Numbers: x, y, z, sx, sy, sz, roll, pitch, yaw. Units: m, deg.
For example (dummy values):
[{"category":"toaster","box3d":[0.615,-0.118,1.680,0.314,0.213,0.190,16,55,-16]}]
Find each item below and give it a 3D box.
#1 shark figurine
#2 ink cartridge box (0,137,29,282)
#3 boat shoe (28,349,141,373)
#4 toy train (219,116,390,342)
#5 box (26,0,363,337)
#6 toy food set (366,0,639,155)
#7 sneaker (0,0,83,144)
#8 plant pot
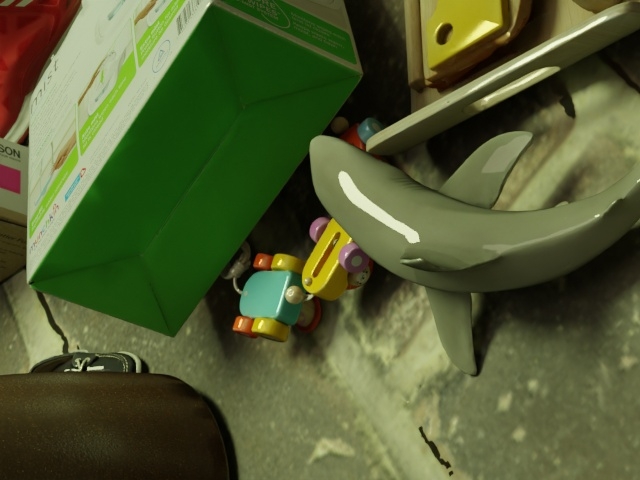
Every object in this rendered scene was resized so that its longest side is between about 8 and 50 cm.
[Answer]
[{"category":"shark figurine","box3d":[0.103,-0.012,0.932,0.278,0.116,0.166,-16,84,36]},{"category":"ink cartridge box","box3d":[-0.372,-0.031,1.450,0.193,0.234,0.088,-30,52,39]},{"category":"boat shoe","box3d":[-0.188,0.108,1.317,0.125,0.038,0.046,-6,68,50]},{"category":"toy train","box3d":[0.000,0.000,1.130,0.166,0.046,0.125,-44,38,30]},{"category":"box","box3d":[-0.105,-0.110,1.197,0.262,0.126,0.231,-53,28,28]},{"category":"toy food set","box3d":[0.102,-0.224,1.062,0.219,0.092,0.306,-27,53,42]},{"category":"sneaker","box3d":[-0.305,-0.177,1.523,0.221,0.128,0.087,-56,38,15]},{"category":"plant pot","box3d":[-0.218,0.181,1.149,0.215,0.230,0.215,-19,64,44]}]
